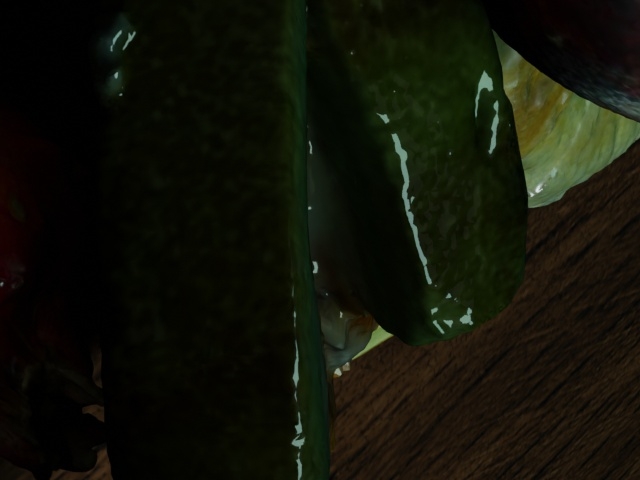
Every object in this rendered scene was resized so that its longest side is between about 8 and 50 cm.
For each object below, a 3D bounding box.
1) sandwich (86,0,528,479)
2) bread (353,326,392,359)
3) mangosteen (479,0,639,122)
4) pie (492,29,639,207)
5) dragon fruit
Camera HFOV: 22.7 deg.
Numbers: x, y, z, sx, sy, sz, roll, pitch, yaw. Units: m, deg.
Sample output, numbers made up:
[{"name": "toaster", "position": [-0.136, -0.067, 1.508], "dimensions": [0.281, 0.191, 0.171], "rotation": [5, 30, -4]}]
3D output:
[{"name": "sandwich", "position": [0.000, 0.000, 0.632], "dimensions": [0.301, 0.162, 0.250], "rotation": [87, 3, -76]}, {"name": "bread", "position": [0.005, 0.017, 0.856], "dimensions": [0.139, 0.084, 0.074], "rotation": [-36, 161, 22]}, {"name": "mangosteen", "position": [0.200, -0.163, 0.613], "dimensions": [0.359, 0.306, 0.306], "rotation": [41, 79, -31]}, {"name": "pie", "position": [0.159, -0.154, 0.886], "dimensions": [0.306, 0.071, 0.306], "rotation": [-36, 141, -36]}, {"name": "dragon fruit", "position": [-0.116, 0.023, 0.561], "dimensions": [0.153, 0.111, 0.153], "rotation": [-45, 150, -34]}]
